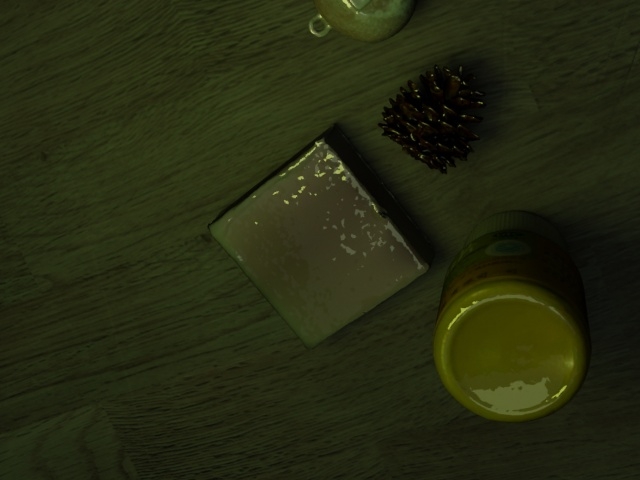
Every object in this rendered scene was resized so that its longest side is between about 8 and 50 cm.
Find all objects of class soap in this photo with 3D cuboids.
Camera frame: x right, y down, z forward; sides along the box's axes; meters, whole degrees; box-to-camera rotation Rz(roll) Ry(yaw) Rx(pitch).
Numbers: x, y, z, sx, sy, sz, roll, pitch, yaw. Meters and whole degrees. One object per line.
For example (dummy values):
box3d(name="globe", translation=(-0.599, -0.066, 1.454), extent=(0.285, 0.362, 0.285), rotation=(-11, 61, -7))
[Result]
box3d(name="soap", translation=(0.000, 0.000, 1.761), extent=(0.285, 0.107, 0.296), rotation=(-35, 99, 21))

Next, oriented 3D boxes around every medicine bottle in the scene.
box3d(name="medicine bottle", translation=(0.299, 0.098, 1.582), extent=(0.225, 0.384, 0.224), rotation=(4, 111, 11))

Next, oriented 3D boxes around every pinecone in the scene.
box3d(name="pinecone", translation=(0.190, -0.202, 1.626), extent=(0.163, 0.163, 0.165), rotation=(35, 100, -2))

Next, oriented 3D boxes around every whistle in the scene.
box3d(name="whistle", translation=(0.113, -0.437, 1.567), extent=(0.348, 0.189, 0.189), rotation=(-42, 98, 2))
